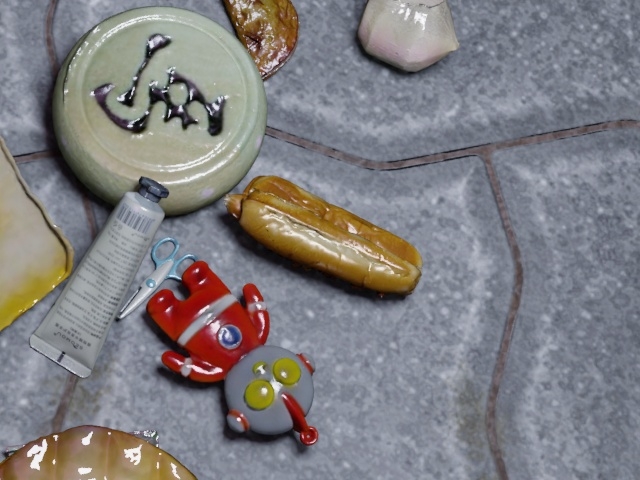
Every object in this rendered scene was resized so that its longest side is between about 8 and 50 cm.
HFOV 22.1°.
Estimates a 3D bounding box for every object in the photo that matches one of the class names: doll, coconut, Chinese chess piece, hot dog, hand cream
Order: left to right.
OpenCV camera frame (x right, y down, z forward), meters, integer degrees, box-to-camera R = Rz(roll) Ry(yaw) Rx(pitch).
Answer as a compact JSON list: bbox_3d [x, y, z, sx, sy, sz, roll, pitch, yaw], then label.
[{"bbox_3d":[-0.238,0.038,1.828,0.080,0.050,0.234,31,99,3],"label":"hand cream"},{"bbox_3d":[-0.186,-0.152,1.910,0.250,0.101,0.250,3,72,-8],"label":"Chinese chess piece"},{"bbox_3d":[-0.088,0.137,1.847,0.142,0.076,0.245,-38,78,-19],"label":"doll"},{"bbox_3d":[0.000,0.000,1.907,0.249,0.076,0.102,25,31,-7],"label":"hot dog"},{"bbox_3d":[0.112,-0.262,1.995,0.124,0.110,0.110,21,69,2],"label":"coconut"}]

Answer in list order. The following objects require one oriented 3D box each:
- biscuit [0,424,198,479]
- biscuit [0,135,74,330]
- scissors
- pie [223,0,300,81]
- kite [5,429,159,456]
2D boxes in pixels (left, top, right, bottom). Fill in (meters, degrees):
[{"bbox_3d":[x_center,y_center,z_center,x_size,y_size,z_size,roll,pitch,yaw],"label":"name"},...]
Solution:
[{"bbox_3d":[-0.242,0.345,1.725,0.296,0.102,0.296,3,77,-13],"label":"biscuit"},{"bbox_3d":[-0.507,-0.021,1.726,0.446,0.104,0.429,-42,121,-14],"label":"biscuit"},{"bbox_3d":[-0.192,0.049,1.887,0.058,0.014,0.119,39,66,5],"label":"scissors"},{"bbox_3d":[-0.078,-0.290,2.013,0.088,0.033,0.191,-20,76,-20],"label":"pie"},{"bbox_3d":[-0.259,0.303,1.790,0.229,0.012,0.250,37,70,2],"label":"kite"}]
